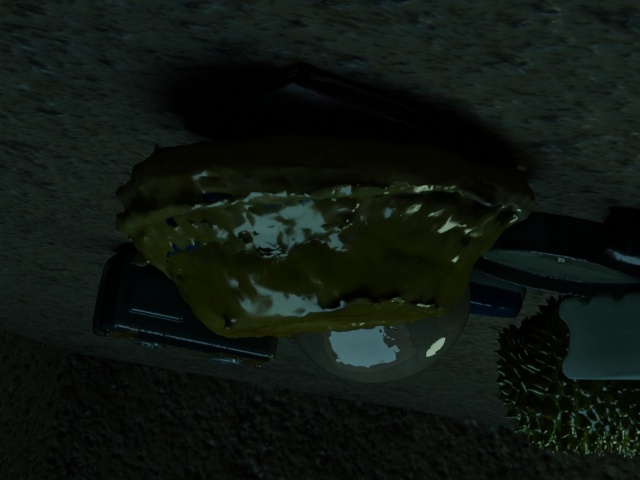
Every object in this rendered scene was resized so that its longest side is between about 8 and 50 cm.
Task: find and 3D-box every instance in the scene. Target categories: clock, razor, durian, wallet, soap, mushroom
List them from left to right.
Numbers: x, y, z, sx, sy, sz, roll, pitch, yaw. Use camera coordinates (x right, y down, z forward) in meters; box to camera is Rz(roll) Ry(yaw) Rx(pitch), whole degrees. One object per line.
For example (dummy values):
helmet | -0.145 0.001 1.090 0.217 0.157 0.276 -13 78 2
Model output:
wallet | -0.020 -0.103 1.266 0.119 0.025 0.232 18 168 -25
mushroom | 0.061 0.047 1.598 0.204 0.204 0.204 12 169 2
clock | 0.254 0.019 1.557 0.215 0.042 0.215 11 169 2
durian | 0.334 0.158 1.761 0.237 0.200 0.176 16 144 -24
razor | 0.339 0.013 1.400 0.148 0.054 0.090 10 173 13
soap | 0.392 0.099 1.516 0.265 0.087 0.160 3 173 -41

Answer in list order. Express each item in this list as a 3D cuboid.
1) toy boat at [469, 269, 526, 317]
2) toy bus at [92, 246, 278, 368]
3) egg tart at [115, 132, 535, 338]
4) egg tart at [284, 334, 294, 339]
toy boat | 0.101 0.040 1.782 0.299 0.062 0.096 9 170 14
toy bus | -0.200 0.105 2.257 0.275 0.138 0.167 13 168 -13
egg tart | 0.000 0.000 1.321 0.388 0.169 0.388 -2 174 0
egg tart | -0.054 0.072 2.025 0.241 0.106 0.241 16 168 3
